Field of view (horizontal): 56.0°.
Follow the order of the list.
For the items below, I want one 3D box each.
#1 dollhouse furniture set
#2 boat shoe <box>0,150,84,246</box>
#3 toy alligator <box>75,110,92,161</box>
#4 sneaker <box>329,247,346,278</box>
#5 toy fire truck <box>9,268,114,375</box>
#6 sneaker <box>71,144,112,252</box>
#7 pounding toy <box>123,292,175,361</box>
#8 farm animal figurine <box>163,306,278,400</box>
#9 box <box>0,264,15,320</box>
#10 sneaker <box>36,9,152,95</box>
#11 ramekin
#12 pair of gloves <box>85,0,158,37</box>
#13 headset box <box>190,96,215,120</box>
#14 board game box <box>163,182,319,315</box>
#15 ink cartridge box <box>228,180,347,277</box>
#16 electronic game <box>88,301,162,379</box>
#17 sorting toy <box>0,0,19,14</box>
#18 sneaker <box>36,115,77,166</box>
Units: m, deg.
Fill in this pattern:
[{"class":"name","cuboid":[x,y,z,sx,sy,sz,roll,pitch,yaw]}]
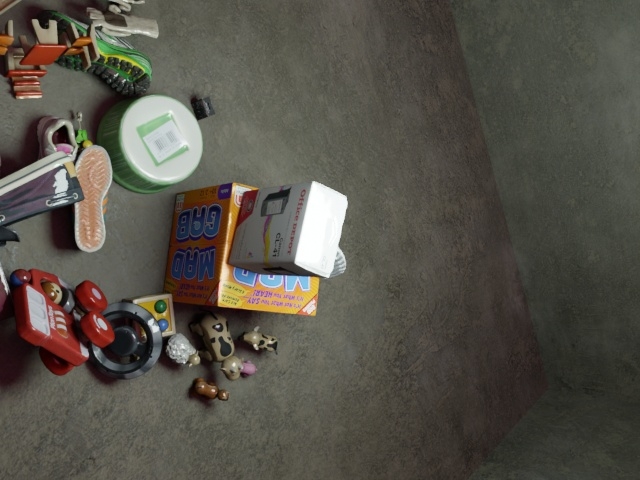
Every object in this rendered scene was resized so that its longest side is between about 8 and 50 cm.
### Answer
[{"class":"dollhouse furniture set","cuboid":[-0.744,-0.471,1.579,0.262,0.259,0.135,-14,95,-39]},{"class":"boat shoe","cuboid":[-0.828,-0.046,1.513,0.500,0.186,0.156,-36,108,-24]},{"class":"toy alligator","cuboid":[-0.697,-0.278,1.744,0.051,0.056,0.190,-20,102,-38]},{"class":"sneaker","cuboid":[0.000,0.000,1.822,0.115,0.105,0.281,-99,166,-50]},{"class":"toy fire truck","cuboid":[-0.695,0.186,1.571,0.169,0.302,0.254,-34,137,0]},{"class":"sneaker","cuboid":[-0.665,-0.119,1.724,0.108,0.121,0.302,5,90,-28]},{"class":"pounding toy","cuboid":[-0.541,0.276,1.834,0.181,0.094,0.206,-7,93,-40]},{"class":"farm animal figurine","cuboid":[-0.301,0.361,1.981,0.330,0.172,0.327,-44,115,-32]},{"class":"box","cuboid":[-0.899,0.139,1.490,0.203,0.168,0.167,-22,102,-38]},{"class":"sneaker","cuboid":[-0.659,-0.557,1.764,0.343,0.134,0.146,29,35,-29]},{"class":"ramekin","cuboid":[-0.510,-0.300,1.841,0.303,0.148,0.304,1,88,-40]},{"class":"pair of gloves","cuboid":[-0.605,-0.688,1.784,0.204,0.042,0.240,-7,61,-38]},{"class":"headset box","cuboid":[-0.386,-0.437,1.991,0.032,0.083,0.062,-30,108,-37]},{"class":"board game box","cuboid":[-0.243,0.039,1.919,0.356,0.356,0.357,12,81,-39]},{"class":"ink cartridge box","cuboid":[-0.094,-0.025,1.613,0.131,0.306,0.226,22,74,-37]},{"class":"electronic game","cuboid":[-0.578,0.294,1.764,0.229,0.048,0.229,0,92,-1]},{"class":"sorting toy","cuboid":[-0.895,-0.708,1.598,0.196,0.047,0.348,51,59,-27]},{"class":"sneaker","cuboid":[-0.735,-0.228,1.676,0.102,0.111,0.253,-5,92,-40]}]
